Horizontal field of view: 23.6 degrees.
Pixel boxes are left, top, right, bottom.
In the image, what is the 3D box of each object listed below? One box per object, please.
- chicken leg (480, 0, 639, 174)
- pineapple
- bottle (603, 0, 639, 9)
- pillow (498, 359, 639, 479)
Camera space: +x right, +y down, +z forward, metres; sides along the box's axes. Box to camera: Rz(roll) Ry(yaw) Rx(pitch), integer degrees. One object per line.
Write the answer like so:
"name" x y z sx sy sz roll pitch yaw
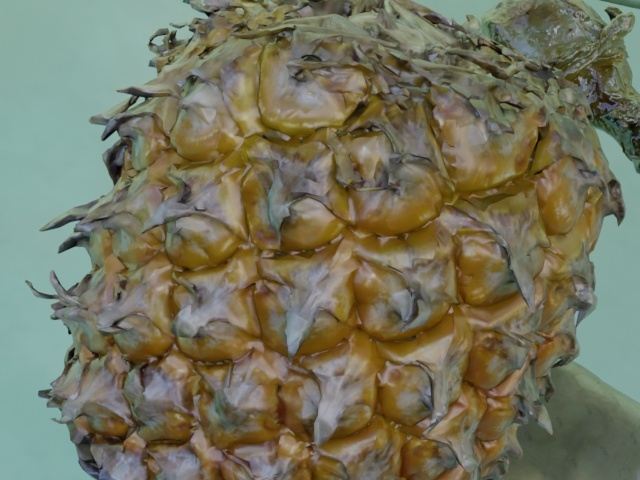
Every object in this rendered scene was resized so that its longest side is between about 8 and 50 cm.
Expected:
"chicken leg" 0.227 -0.139 1.280 0.103 0.088 0.227 -34 53 -20
"pineapple" 0.002 -0.001 0.941 0.352 0.352 0.300 20 110 12
"bottle" 0.176 -0.100 0.528 0.201 0.072 0.072 20 88 30
"pillow" 0.167 0.233 1.197 0.185 0.075 0.302 34 65 17
